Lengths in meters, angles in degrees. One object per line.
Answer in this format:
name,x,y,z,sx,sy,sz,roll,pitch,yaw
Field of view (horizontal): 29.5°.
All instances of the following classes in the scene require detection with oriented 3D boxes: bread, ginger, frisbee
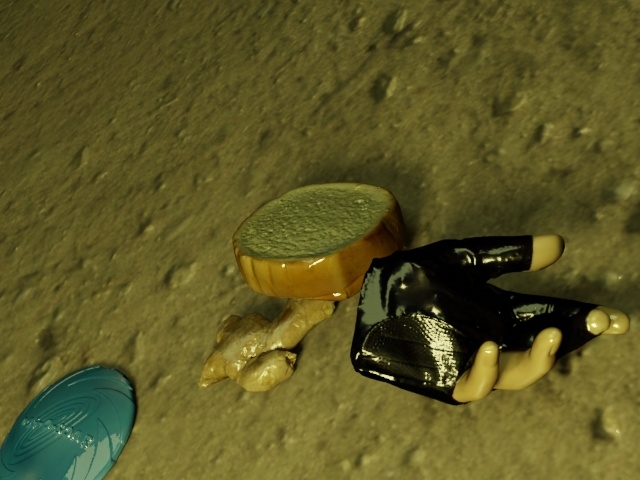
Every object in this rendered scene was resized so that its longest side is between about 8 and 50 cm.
bread,0.000,0.000,1.576,0.236,0.070,0.236,-13,26,6
ginger,-0.066,0.113,1.580,0.133,0.059,0.214,16,65,42
frisbee,-0.363,0.269,1.682,0.242,0.045,0.242,-24,39,21

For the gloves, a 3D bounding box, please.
gloves,0.183,0.082,1.331,0.301,0.152,0.197,0,73,32
